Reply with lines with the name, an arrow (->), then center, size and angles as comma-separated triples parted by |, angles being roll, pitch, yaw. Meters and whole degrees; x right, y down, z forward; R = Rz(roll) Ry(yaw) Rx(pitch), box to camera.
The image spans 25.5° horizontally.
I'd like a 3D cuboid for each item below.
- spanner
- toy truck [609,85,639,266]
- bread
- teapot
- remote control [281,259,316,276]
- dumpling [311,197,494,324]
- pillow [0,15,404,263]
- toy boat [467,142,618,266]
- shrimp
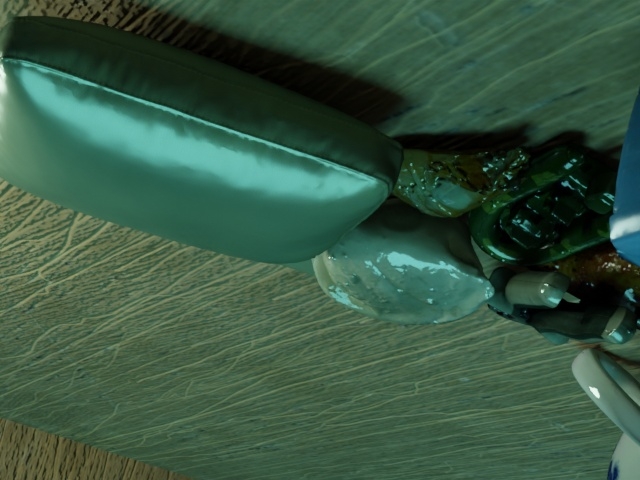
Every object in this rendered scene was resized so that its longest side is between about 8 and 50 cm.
spanner -> 0.200, 0.059, 1.276 | 0.096, 0.040, 0.325 | 30, 175, -5
toy truck -> 0.383, 0.006, 0.980 | 0.385, 0.162, 0.161 | 23, 158, -29
bread -> 0.300, 0.035, 1.236 | 0.139, 0.095, 0.269 | 40, 165, -34
teapot -> 0.439, 0.264, 1.575 | 0.424, 0.252, 0.280 | 39, -168, -13
remote control -> 0.000, 0.000, 1.408 | 0.285, 0.038, 0.123 | 17, 159, -5
dumpling -> 0.073, 0.021, 1.306 | 0.176, 0.092, 0.150 | 8, 139, 4
pillow -> -0.116, -0.072, 1.154 | 0.322, 0.119, 0.255 | 19, 160, -13
toy boat -> 0.193, -0.025, 1.176 | 0.104, 0.052, 0.210 | 32, 156, -13
shrimp -> 0.111, -0.052, 1.165 | 0.091, 0.043, 0.184 | 36, 156, -27
